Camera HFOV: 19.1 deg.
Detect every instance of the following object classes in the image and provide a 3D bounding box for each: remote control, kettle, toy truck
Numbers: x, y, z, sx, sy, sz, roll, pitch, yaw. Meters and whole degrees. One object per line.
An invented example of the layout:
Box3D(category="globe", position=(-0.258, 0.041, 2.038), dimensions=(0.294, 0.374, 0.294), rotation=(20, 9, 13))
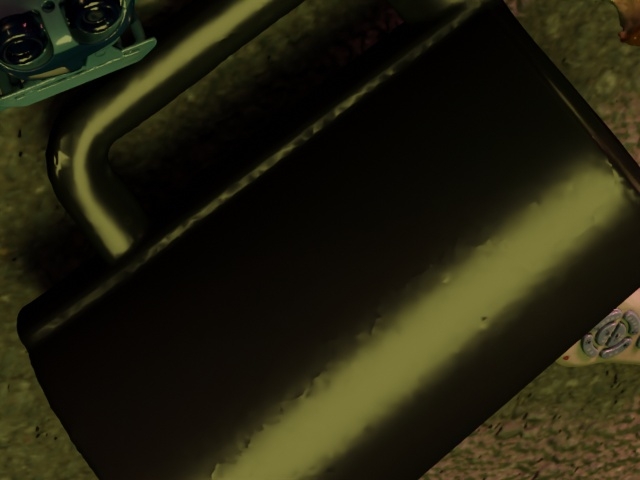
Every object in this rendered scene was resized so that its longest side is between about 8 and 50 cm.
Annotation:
Box3D(category="remote control", position=(0.205, 0.054, 1.244), dimensions=(0.122, 0.032, 0.074), rotation=(6, 127, -29))
Box3D(category="kettle", position=(0.004, 0.003, 1.021), dimensions=(0.308, 0.262, 0.203), rotation=(-40, 170, 7))
Box3D(category="toy truck", position=(-0.152, -0.097, 0.915), dimensions=(0.136, 0.063, 0.074), rotation=(-20, 150, -1))

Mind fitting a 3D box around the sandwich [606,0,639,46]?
Box3D(category="sandwich", position=(0.259, -0.183, 1.012), dimensions=(0.244, 0.090, 0.088), rotation=(-41, 132, 13))
